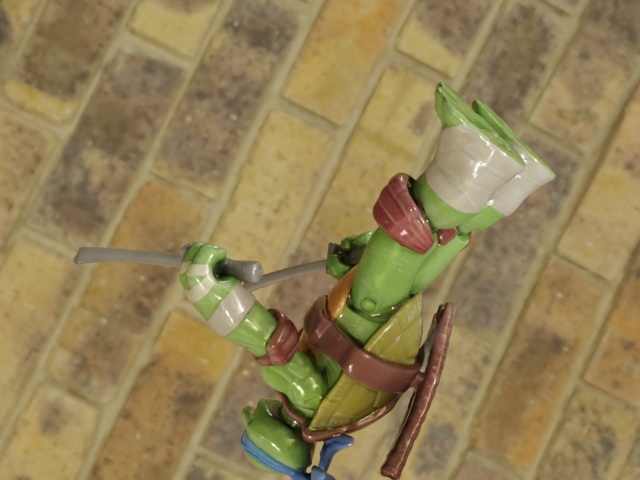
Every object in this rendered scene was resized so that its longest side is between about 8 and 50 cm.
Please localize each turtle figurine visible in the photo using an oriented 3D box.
[{"bbox_3d":[0.000,0.000,0.758,0.266,0.197,0.275,-47,-140,15],"label":"turtle figurine"}]
